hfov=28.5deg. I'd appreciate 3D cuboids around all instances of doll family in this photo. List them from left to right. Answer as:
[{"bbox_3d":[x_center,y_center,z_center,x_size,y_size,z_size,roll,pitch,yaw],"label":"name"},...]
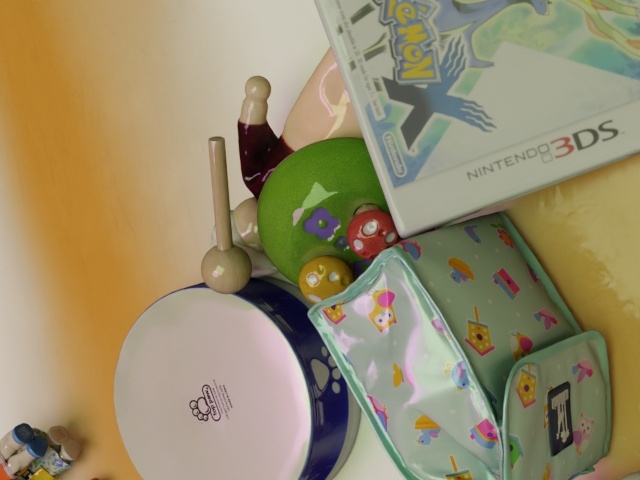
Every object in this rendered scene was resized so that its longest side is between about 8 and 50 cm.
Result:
[{"bbox_3d":[-0.337,0.334,1.550,0.163,0.118,0.263,-38,94,21],"label":"doll family"}]

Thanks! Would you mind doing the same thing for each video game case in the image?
[{"bbox_3d":[0.159,-0.205,1.170,0.300,0.036,0.329,-20,84,4],"label":"video game case"}]

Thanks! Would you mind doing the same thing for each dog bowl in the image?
[{"bbox_3d":[-0.095,0.173,1.383,0.264,0.104,0.265,3,96,30],"label":"dog bowl"}]

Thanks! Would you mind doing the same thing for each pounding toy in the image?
[{"bbox_3d":[0.000,0.000,1.240,0.236,0.110,0.183,3,121,-3],"label":"pounding toy"}]

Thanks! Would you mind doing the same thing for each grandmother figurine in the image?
[{"bbox_3d":[-0.001,-0.086,1.311,0.208,0.104,0.342,44,117,9],"label":"grandmother figurine"}]

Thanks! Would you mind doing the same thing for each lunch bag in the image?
[{"bbox_3d":[0.150,0.122,1.167,0.160,0.223,0.262,-42,74,34],"label":"lunch bag"}]

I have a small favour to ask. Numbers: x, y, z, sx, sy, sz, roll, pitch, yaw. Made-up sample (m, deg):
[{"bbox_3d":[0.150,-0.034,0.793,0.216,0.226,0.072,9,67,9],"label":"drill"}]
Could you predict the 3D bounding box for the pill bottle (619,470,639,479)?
[{"bbox_3d":[0.339,0.284,1.115,0.272,0.152,0.152,-4,93,30],"label":"pill bottle"}]
